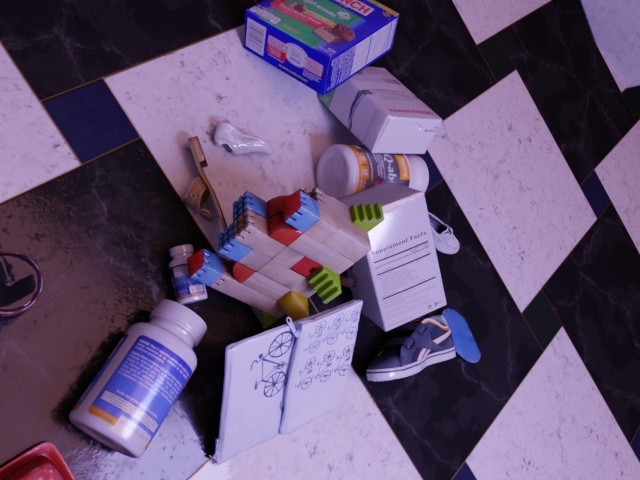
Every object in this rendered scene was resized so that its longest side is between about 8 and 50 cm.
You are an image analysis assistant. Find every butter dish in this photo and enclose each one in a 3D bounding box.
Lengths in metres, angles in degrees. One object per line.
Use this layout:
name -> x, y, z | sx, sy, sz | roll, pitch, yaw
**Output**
butter dish -> -0.477, 0.443, 1.013 | 0.160, 0.118, 0.159 | -30, 94, -37

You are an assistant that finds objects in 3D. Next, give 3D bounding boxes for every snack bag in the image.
snack bag -> -0.065, 0.295, 1.276 | 0.343, 0.037, 0.323 | -13, 126, -37

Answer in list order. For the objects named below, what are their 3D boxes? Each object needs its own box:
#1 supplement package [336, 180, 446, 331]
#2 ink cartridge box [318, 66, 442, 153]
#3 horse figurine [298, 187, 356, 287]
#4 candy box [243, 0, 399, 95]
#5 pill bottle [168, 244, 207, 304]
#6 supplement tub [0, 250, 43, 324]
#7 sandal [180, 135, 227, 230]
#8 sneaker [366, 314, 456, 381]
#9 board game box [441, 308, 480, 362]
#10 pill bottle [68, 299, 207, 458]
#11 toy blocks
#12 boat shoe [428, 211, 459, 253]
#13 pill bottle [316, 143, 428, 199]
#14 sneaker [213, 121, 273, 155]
supplement package -> 0.158, 0.031, 1.450 | 0.175, 0.177, 0.292 | -21, 110, -16
ink cartridge box -> 0.154, -0.348, 1.605 | 0.198, 0.114, 0.273 | -6, 44, -36
horse figurine -> 0.000, 0.000, 1.471 | 0.066, 0.174, 0.263 | -23, 98, -12
candy box -> 0.006, -0.540, 1.564 | 0.268, 0.122, 0.317 | 34, 51, 16
pill bottle -> -0.283, 0.072, 1.287 | 0.067, 0.067, 0.120 | -9, 82, -37
supplement tub -> -0.538, 0.087, 1.020 | 0.106, 0.198, 0.106 | 11, 69, -32
sandal -> -0.276, -0.111, 1.357 | 0.079, 0.088, 0.240 | -18, 79, -6
sneaker -> 0.224, 0.270, 1.558 | 0.321, 0.126, 0.127 | -7, 86, -48
board game box -> 0.384, 0.274, 1.717 | 0.133, 0.033, 0.168 | 13, 48, -46
pill bottle -> -0.330, 0.252, 1.150 | 0.152, 0.152, 0.272 | 41, 57, -19
toy blocks -> -0.092, 0.009, 1.248 | 0.261, 0.381, 0.190 | 30, 35, -33
boat shoe -> 0.347, -0.025, 1.764 | 0.184, 0.063, 0.066 | 41, 57, -19
pill bottle -> 0.141, -0.167, 1.598 | 0.279, 0.162, 0.162 | -3, 79, -35
sneaker -> -0.187, -0.229, 1.458 | 0.152, 0.054, 0.061 | 20, 81, -27
